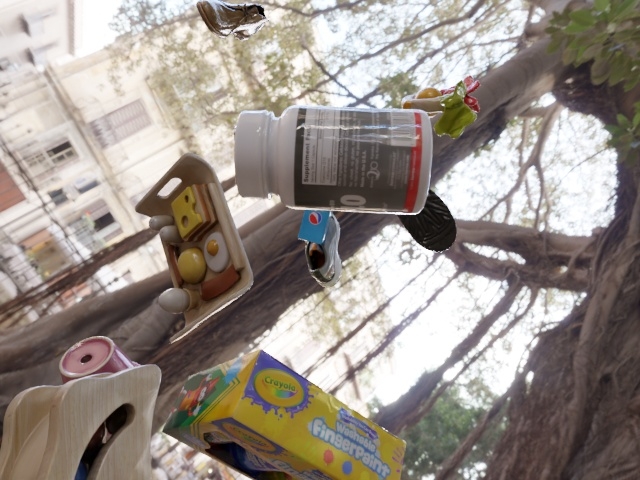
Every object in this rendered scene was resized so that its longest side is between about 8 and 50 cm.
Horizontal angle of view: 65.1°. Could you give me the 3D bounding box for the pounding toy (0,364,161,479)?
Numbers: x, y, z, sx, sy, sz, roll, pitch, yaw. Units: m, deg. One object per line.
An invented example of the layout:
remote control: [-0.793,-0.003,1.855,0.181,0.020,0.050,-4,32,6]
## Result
pounding toy: [-0.161,0.233,0.404,0.154,0.270,0.154,-16,-30,27]

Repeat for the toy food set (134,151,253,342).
toy food set: [-0.264,0.015,0.966,0.219,0.092,0.306,-35,-112,34]

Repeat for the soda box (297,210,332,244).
soda box: [0.000,-0.098,1.394,0.071,0.210,0.067,14,0,8]

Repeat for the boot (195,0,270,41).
boot: [-0.240,-0.634,1.402,0.115,0.305,0.113,-19,-80,22]

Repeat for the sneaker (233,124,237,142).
sneaker: [-0.134,-0.214,1.209,0.086,0.132,0.229,74,2,-48]

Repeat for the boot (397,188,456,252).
boot: [0.284,-0.101,1.522,0.348,0.131,0.260,55,7,16]

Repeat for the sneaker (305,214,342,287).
sneaker: [0.000,0.000,1.504,0.108,0.100,0.272,37,39,-54]

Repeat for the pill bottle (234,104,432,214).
pill bottle: [0.019,-0.126,0.781,0.282,0.161,0.161,3,-38,2]

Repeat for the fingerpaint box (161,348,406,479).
fingerpaint box: [-0.090,0.468,1.185,0.444,0.163,0.371,38,-40,-20]

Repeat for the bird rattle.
bird rattle: [0.321,-0.381,1.340,0.206,0.254,0.143,2,-57,16]

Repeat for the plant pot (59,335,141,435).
plant pot: [-0.540,0.345,1.236,0.201,0.201,0.180,29,-41,42]
